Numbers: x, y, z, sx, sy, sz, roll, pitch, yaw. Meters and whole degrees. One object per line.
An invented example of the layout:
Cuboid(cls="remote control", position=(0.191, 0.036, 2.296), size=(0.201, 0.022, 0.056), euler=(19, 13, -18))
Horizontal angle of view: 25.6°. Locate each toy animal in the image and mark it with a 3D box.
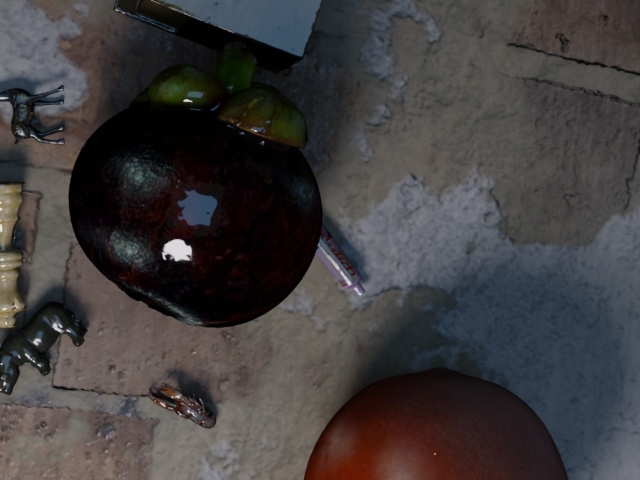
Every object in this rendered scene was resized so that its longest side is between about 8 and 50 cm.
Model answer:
Cuboid(cls="toy animal", position=(-0.342, 0.131, 1.658), size=(0.136, 0.047, 0.065), euler=(-44, 105, -11))

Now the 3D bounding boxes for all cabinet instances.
Cuboid(cls="cabinet", position=(-0.112, -0.308, 1.637), size=(0.215, 0.175, 0.148), euler=(19, 87, -11))

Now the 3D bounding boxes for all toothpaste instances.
Cuboid(cls="toothpaste", position=(0.000, 0.000, 1.742), size=(0.045, 0.028, 0.170), euler=(-39, 95, -15))

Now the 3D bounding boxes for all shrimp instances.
Cuboid(cls="shrimp", position=(-0.164, 0.198, 1.707), size=(0.092, 0.038, 0.029), euler=(24, 44, -11))

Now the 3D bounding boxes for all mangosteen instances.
Cuboid(cls="mangosteen", position=(-0.130, -0.051, 1.585), size=(0.300, 0.300, 0.300), euler=(0, 91, -12))

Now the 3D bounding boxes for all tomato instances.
Cuboid(cls="tomato", position=(0.139, 0.301, 1.639), size=(0.322, 0.321, 0.321), euler=(0, 91, -12))

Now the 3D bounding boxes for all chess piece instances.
Cuboid(cls="chess piece", position=(-0.372, 0.017, 1.651), size=(0.060, 0.060, 0.172), euler=(-4, 94, -12))

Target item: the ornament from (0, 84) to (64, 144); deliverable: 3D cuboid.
Cuboid(cls="ornament", position=(-0.365, -0.150, 1.661), size=(0.125, 0.028, 0.073), euler=(2, 90, -14))
